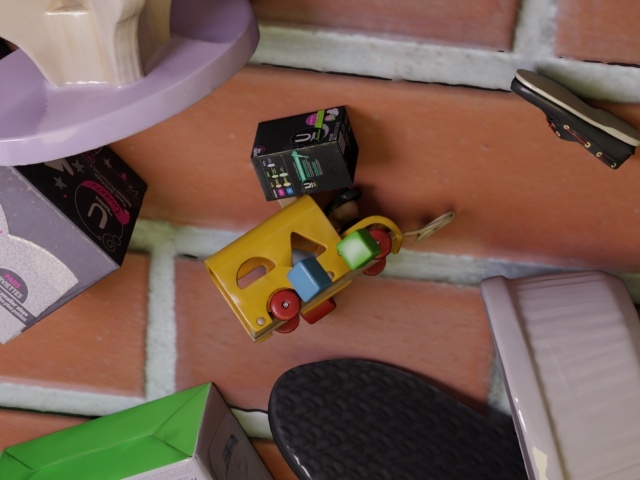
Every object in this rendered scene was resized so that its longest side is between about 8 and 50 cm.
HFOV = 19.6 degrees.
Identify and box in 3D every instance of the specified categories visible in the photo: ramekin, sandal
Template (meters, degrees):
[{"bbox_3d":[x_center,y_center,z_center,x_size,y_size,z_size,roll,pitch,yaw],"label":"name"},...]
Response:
[{"bbox_3d":[0.237,0.150,1.684,0.127,0.273,0.273,-15,122,3],"label":"ramekin"},{"bbox_3d":[0.147,0.254,1.831,0.445,0.167,0.107,21,143,-6],"label":"sandal"}]

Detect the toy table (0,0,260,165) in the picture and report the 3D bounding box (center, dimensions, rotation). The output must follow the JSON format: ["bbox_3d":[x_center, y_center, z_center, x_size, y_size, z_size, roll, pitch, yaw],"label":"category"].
[{"bbox_3d":[-0.190,-0.191,1.522,0.252,0.274,0.161,30,143,44],"label":"toy table"}]

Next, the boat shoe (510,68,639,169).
[{"bbox_3d":[0.220,-0.106,1.629,0.133,0.049,0.042,29,116,-17],"label":"boat shoe"}]

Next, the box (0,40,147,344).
[{"bbox_3d":[-0.308,-0.054,1.685,0.163,0.142,0.247,-33,114,26],"label":"box"}]

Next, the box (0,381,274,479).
[{"bbox_3d":[-0.180,0.302,1.925,0.262,0.127,0.231,-20,120,20],"label":"box"}]

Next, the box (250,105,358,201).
[{"bbox_3d":[-0.014,-0.078,1.674,0.083,0.062,0.052,-11,124,16],"label":"box"}]

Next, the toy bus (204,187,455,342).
[{"bbox_3d":[-0.010,0.006,1.703,0.191,0.202,0.104,-40,81,37],"label":"toy bus"}]
